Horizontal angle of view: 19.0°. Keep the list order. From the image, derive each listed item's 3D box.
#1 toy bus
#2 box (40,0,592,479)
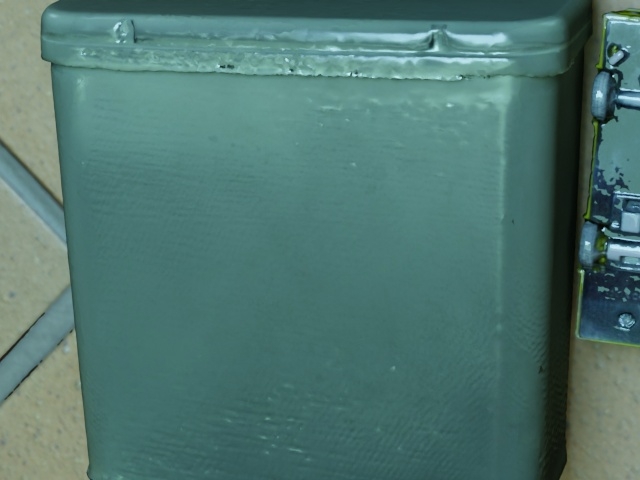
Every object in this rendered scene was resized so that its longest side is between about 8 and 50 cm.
[{"bbox_3d":[0.220,-0.042,1.286,0.081,0.074,0.226,6,106,16],"label":"toy bus"},{"bbox_3d":[0.000,0.000,1.312,0.352,0.177,0.344,4,106,16],"label":"box"}]
